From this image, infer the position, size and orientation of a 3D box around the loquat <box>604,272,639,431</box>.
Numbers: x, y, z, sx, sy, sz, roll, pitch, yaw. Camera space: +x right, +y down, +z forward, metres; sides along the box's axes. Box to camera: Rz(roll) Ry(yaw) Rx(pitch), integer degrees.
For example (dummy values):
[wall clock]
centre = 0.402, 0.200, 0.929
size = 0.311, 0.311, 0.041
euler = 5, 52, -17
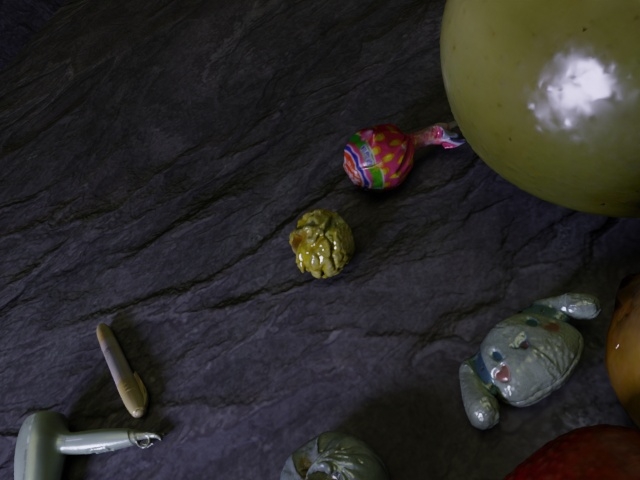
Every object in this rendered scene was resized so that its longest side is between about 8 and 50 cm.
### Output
[loquat]
centre = 0.394, 0.105, 0.458
size = 0.235, 0.235, 0.235
euler = -13, 48, 15

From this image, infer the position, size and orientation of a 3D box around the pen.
[pen]
centre = -0.341, 0.213, 0.851
size = 0.040, 0.032, 0.233
euler = -22, 41, -26

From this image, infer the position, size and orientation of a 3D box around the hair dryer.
[hair dryer]
centre = -0.342, 0.341, 0.736
size = 0.237, 0.075, 0.206
euler = -17, 54, 1

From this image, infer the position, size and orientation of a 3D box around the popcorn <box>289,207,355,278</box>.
[popcorn]
centre = 0.000, 0.000, 0.817
size = 0.116, 0.106, 0.120
euler = 10, 57, 20

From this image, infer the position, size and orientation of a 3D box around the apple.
[apple]
centre = 0.388, -0.251, 0.624
size = 0.474, 0.473, 0.473
euler = -13, 48, 15

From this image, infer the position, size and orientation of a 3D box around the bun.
[bun]
centre = 0.011, 0.292, 0.583
size = 0.141, 0.083, 0.140
euler = -14, 49, 17

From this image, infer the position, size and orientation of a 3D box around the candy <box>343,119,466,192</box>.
[candy]
centre = 0.212, -0.195, 0.899
size = 0.365, 0.124, 0.124
euler = -23, 46, -9

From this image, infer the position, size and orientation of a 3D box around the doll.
[doll]
centre = 0.251, 0.140, 0.607
size = 0.214, 0.071, 0.103
euler = -44, 35, -2

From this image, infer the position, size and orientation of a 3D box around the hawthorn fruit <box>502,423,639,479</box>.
[hawthorn fruit]
centre = 0.227, 0.305, 0.383
size = 0.300, 0.254, 0.254
euler = -50, 48, 2
